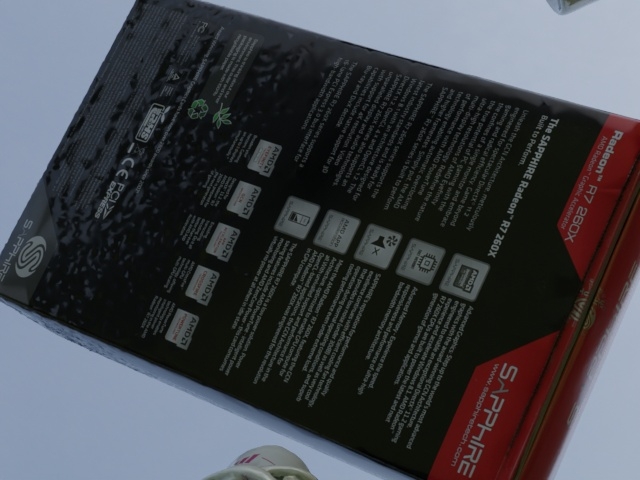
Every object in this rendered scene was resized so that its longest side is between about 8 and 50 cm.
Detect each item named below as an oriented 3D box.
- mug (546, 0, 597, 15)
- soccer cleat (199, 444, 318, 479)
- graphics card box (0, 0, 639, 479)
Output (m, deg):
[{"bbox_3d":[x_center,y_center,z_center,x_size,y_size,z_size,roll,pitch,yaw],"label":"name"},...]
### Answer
[{"bbox_3d":[0.340,-0.478,1.600,0.328,0.276,0.374,-24,-73,5],"label":"mug"},{"bbox_3d":[-0.040,0.155,0.670,0.116,0.331,0.143,1,-107,2],"label":"soccer cleat"},{"bbox_3d":[0.000,0.000,0.889,0.233,0.371,0.094,-65,-29,-11],"label":"graphics card box"}]
